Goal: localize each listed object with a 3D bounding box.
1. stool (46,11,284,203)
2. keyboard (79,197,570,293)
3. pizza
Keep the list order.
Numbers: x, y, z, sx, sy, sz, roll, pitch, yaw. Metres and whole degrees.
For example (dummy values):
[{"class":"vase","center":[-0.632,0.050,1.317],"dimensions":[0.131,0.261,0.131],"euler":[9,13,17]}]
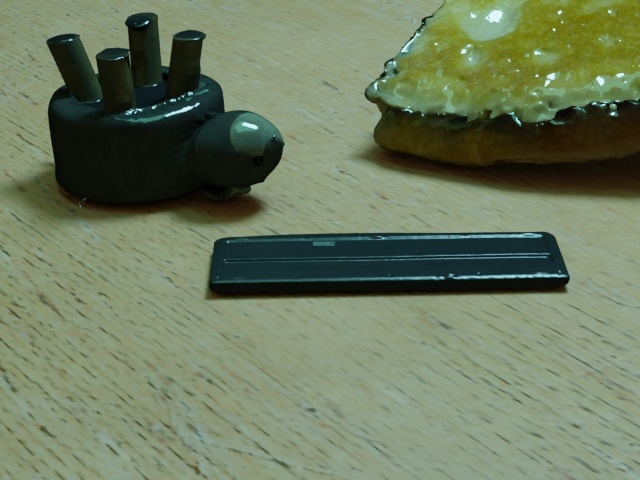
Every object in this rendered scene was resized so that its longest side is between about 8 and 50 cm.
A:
[{"class":"stool","center":[-0.138,-0.115,1.473],"dimensions":[0.228,0.139,0.153],"euler":[1,25,11]},{"class":"keyboard","center":[-0.002,0.012,1.314],"dimensions":[0.381,0.041,0.103],"euler":[5,23,-2]},{"class":"pizza","center":[0.233,-0.171,1.558],"dimensions":[0.392,0.080,0.435],"euler":[-29,37,-16]}]
